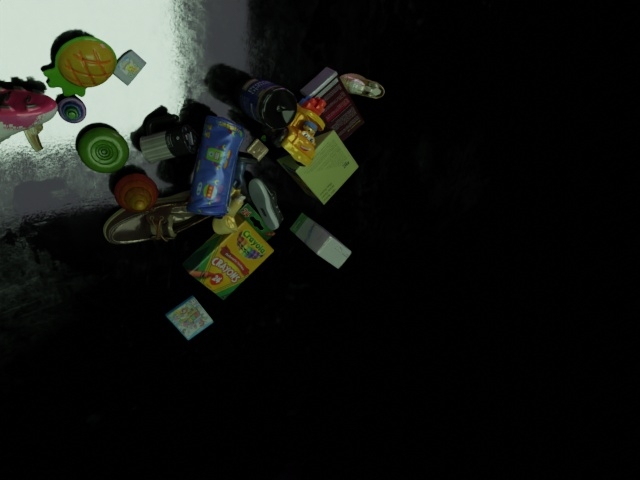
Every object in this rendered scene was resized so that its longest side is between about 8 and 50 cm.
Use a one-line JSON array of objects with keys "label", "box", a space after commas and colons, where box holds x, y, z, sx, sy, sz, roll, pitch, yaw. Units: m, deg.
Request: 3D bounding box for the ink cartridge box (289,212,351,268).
[{"label": "ink cartridge box", "box": [0.000, 0.000, 1.730, 0.093, 0.212, 0.154, -53, 136, 2]}]

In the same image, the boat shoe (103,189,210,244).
[{"label": "boat shoe", "box": [-0.490, -0.063, 1.367, 0.342, 0.123, 0.123, -20, 128, -28]}]

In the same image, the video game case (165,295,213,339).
[{"label": "video game case", "box": [-0.496, 0.297, 1.669, 0.119, 0.015, 0.166, -36, 134, -15]}]

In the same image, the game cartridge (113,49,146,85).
[{"label": "game cartridge", "box": [-0.513, -0.464, 1.171, 0.083, 0.017, 0.056, -51, 132, 0]}]

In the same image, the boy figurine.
[{"label": "boy figurine", "box": [-0.285, -0.146, 1.435, 0.092, 0.177, 0.284, 6, 108, -31]}]

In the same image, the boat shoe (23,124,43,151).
[{"label": "boat shoe", "box": [-0.720, -0.289, 1.095, 0.045, 0.050, 0.135, -19, 127, -22]}]

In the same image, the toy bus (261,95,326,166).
[{"label": "toy bus", "box": [-0.059, -0.372, 1.418, 0.211, 0.220, 0.149, -45, 131, 10]}]

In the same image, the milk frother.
[{"label": "milk frother", "box": [-0.434, -0.290, 1.295, 0.135, 0.129, 0.143, -11, 164, 8]}]

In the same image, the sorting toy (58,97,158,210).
[{"label": "sorting toy", "box": [-0.565, -0.209, 1.179, 0.127, 0.126, 0.365, -33, 125, -10]}]

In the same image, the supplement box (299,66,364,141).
[{"label": "supplement box", "box": [0.046, -0.474, 1.558, 0.130, 0.073, 0.239, -41, 134, -1]}]

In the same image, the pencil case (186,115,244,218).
[{"label": "pencil case", "box": [-0.310, -0.213, 1.312, 0.133, 0.119, 0.305, 14, 97, 3]}]

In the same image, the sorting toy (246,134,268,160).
[{"label": "sorting toy", "box": [-0.208, -0.321, 1.505, 0.083, 0.012, 0.062, -48, 131, 1]}]

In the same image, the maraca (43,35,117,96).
[{"label": "maraca", "box": [-0.590, -0.426, 1.081, 0.186, 0.099, 0.127, -33, 149, 15]}]

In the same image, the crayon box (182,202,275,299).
[{"label": "crayon box", "box": [-0.314, 0.042, 1.604, 0.318, 0.081, 0.202, -46, 135, -6]}]

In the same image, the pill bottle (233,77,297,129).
[{"label": "pill bottle", "box": [-0.174, -0.420, 1.321, 0.123, 0.219, 0.122, -20, 128, -28]}]

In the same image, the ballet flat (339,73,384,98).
[{"label": "ballet flat", "box": [0.155, -0.562, 1.598, 0.206, 0.067, 0.073, -6, 124, -35]}]

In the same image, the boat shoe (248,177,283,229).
[{"label": "boat shoe", "box": [-0.188, -0.142, 1.595, 0.076, 0.080, 0.228, -50, 136, -32]}]

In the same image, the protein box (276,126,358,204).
[{"label": "protein box", "box": [-0.008, -0.282, 1.599, 0.199, 0.136, 0.201, -48, 135, -4]}]

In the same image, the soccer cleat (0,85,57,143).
[{"label": "soccer cleat", "box": [-0.777, -0.265, 1.012, 0.332, 0.116, 0.143, -10, 139, -15]}]
